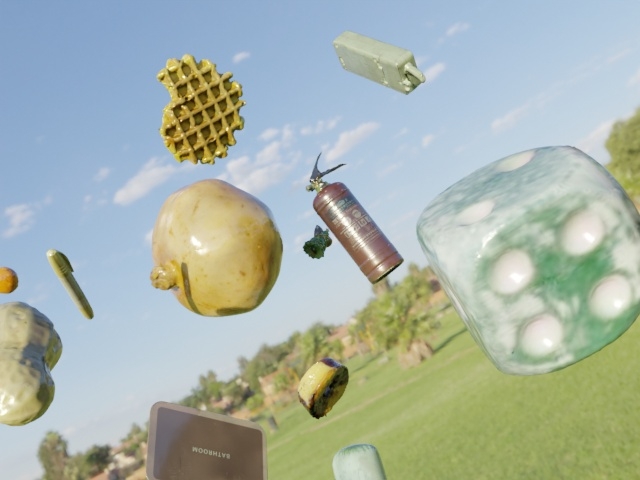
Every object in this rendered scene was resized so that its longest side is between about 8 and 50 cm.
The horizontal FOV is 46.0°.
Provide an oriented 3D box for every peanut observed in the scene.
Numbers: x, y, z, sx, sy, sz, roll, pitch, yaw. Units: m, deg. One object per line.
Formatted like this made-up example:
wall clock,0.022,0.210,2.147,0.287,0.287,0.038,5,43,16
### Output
peanut,-0.554,0.224,1.381,0.149,0.149,0.313,-26,31,-2

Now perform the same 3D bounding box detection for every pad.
pad,-0.217,0.418,1.484,0.266,0.176,0.002,21,-46,-29

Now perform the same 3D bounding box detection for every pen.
pen,-0.561,0.100,1.707,0.040,0.032,0.233,-49,-34,-29

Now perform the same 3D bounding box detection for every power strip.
power strip,0.139,-0.390,1.670,0.053,0.288,0.093,-41,-46,-15

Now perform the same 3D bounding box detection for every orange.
orange,-0.945,0.121,2.255,0.083,0.083,0.083,-26,-8,-4

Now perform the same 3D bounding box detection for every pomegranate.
pomegranate,-0.308,0.037,2.160,0.411,0.411,0.411,-26,-8,-4

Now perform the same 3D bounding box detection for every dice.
dice,0.406,0.030,1.454,0.348,0.328,0.330,-29,17,3

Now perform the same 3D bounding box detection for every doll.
doll,0.003,0.001,2.374,0.113,0.078,0.076,-49,18,-19

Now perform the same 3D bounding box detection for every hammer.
hammer,0.026,0.561,1.647,0.119,0.206,0.335,-35,-28,34

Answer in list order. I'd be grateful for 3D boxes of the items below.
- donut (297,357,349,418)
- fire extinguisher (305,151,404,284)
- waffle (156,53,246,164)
donut,0.004,0.313,1.613,0.140,0.059,0.140,-37,-34,-31
fire extinguisher,0.075,-0.066,1.840,0.138,0.344,0.102,-35,-9,-14
waffle,-0.298,-0.308,1.812,0.056,0.249,0.253,14,77,61
